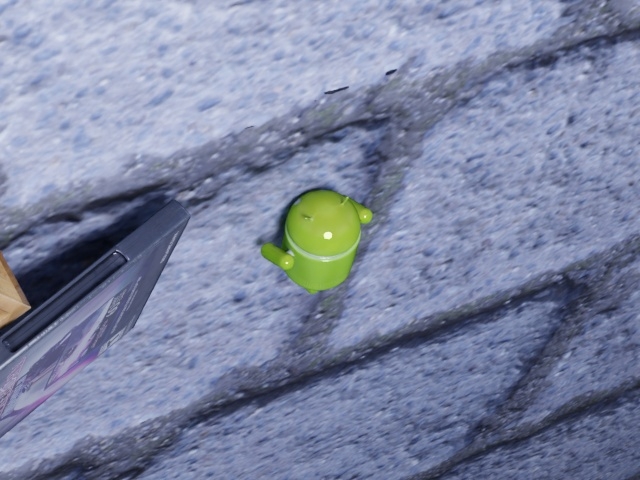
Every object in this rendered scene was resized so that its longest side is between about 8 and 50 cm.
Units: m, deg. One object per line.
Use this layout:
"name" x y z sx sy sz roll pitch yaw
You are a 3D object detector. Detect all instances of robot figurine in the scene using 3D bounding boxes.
"robot figurine" 0.000 0.000 1.770 0.101 0.067 0.115 -29 158 -21

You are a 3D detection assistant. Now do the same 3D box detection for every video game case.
"video game case" -0.225 0.094 1.600 0.274 0.026 0.196 -42 171 -35

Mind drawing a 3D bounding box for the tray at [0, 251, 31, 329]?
"tray" -0.433 0.118 1.458 0.411 0.076 0.203 -35 157 9
